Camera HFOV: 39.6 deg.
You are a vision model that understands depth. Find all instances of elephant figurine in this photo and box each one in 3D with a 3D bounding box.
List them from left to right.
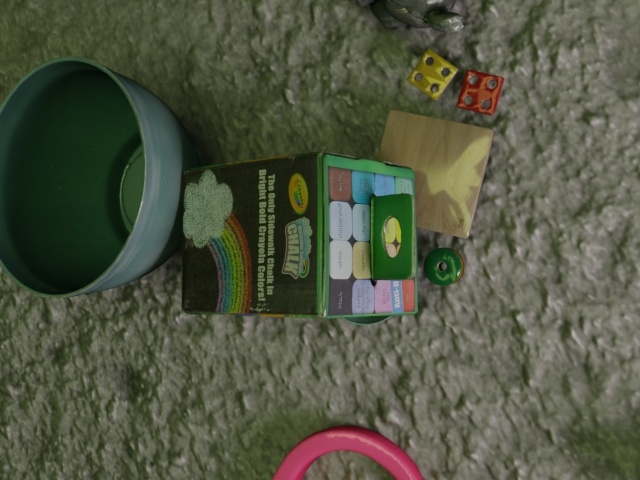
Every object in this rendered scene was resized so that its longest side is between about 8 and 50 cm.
[{"bbox_3d":[0.130,-0.379,1.050,0.186,0.169,0.239,37,85,-11],"label":"elephant figurine"}]

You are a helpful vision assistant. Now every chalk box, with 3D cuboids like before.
[{"bbox_3d":[0.000,0.000,1.026,0.288,0.179,0.180,-1,87,39],"label":"chalk box"}]

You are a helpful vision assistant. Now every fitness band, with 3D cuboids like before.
[{"bbox_3d":[0.014,0.377,1.123,0.209,0.054,0.291,31,98,19],"label":"fitness band"}]

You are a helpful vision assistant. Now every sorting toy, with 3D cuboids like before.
[{"bbox_3d":[0.139,-0.090,1.087,0.132,0.046,0.275,14,94,21],"label":"sorting toy"}]

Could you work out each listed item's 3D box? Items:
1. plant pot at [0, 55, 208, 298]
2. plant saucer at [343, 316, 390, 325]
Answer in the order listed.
[{"bbox_3d":[-0.267,-0.071,1.150,0.292,0.196,0.293,-3,85,32],"label":"plant pot"},{"bbox_3d":[0.058,0.047,1.129,0.119,0.021,0.120,0,89,22],"label":"plant saucer"}]
